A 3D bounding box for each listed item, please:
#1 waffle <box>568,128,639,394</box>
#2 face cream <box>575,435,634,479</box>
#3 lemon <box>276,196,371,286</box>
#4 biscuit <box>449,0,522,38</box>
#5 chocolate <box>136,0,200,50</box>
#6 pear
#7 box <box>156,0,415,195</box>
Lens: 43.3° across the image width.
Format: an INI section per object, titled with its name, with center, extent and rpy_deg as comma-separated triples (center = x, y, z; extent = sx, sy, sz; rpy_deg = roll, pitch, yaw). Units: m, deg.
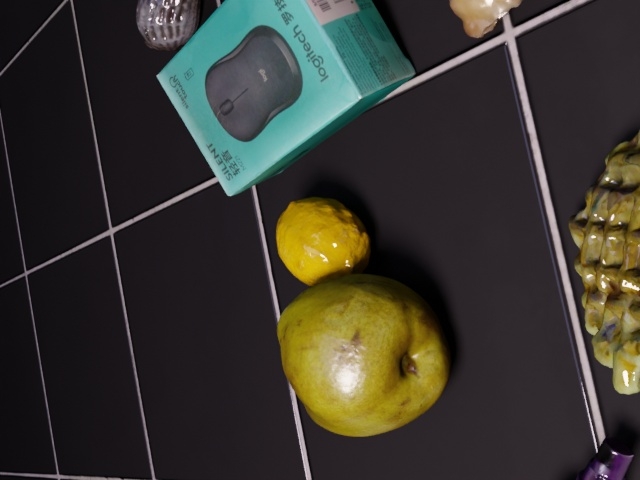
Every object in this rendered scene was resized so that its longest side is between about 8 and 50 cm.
[waffle]
center = 0.273, 0.003, 0.682
extent = 0.204, 0.054, 0.223
rpy_deg = 109, 166, -49
[face cream]
center = 0.248, 0.312, 0.807
extent = 0.078, 0.078, 0.273
rpy_deg = 37, 121, 41
[lemon]
center = 0.000, 0.000, 1.032
extent = 0.155, 0.114, 0.114
rpy_deg = 40, 124, 44
[biscuit]
center = 0.199, -0.289, 0.794
extent = 0.183, 0.061, 0.118
rpy_deg = -21, 104, 48
[chocolate]
center = -0.217, -0.408, 1.244
extent = 0.110, 0.110, 0.248
rpy_deg = 54, 135, 31
[pear]
center = 0.049, 0.131, 0.943
extent = 0.200, 0.200, 0.200
rpy_deg = 9, 102, 49
[box]
center = -0.056, -0.210, 1.029
extent = 0.311, 0.118, 0.205
rpy_deg = -28, 91, 48
